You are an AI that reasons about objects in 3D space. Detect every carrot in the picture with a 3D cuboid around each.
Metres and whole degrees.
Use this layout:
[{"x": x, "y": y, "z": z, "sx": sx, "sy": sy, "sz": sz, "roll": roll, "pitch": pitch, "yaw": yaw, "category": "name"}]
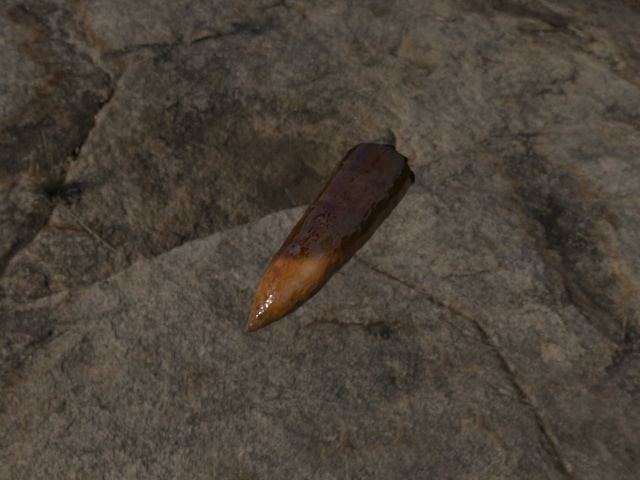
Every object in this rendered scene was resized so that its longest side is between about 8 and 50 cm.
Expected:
[{"x": 0.000, "y": 0.000, "z": 0.514, "sx": 0.072, "sy": 0.072, "sz": 0.205, "roll": 34, "pitch": 67, "yaw": 15, "category": "carrot"}]
